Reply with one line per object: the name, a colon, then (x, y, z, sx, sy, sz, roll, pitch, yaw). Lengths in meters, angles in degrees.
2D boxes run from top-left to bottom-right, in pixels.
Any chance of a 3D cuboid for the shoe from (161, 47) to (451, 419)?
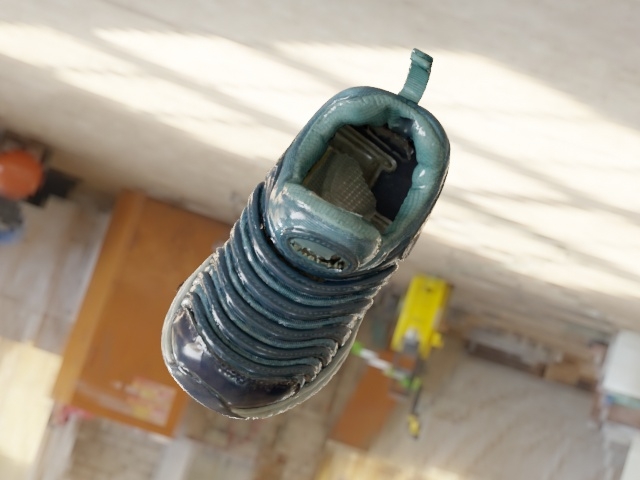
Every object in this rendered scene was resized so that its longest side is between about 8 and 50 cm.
shoe: (0.000, 0.000, 0.606, 0.064, 0.143, 0.071, 36, 158, 3)
